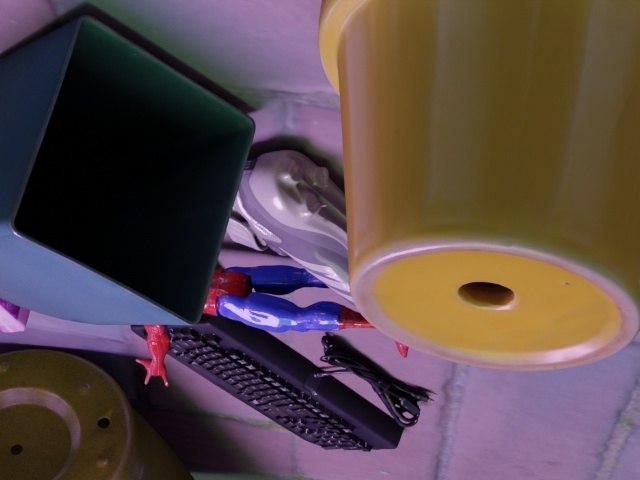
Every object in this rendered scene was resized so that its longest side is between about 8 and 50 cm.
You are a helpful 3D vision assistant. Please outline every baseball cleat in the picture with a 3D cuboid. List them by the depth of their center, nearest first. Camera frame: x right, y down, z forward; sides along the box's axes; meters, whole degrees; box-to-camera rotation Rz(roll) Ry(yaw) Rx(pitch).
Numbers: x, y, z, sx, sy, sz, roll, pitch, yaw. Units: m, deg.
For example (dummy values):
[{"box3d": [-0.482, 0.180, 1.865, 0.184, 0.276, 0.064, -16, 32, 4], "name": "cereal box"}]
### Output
[{"box3d": [0.000, 0.000, 1.348, 0.109, 0.072, 0.206, -7, 135, 43], "name": "baseball cleat"}]

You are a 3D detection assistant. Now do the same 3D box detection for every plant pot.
[{"box3d": [0.112, -0.065, 0.987, 0.254, 0.239, 0.254, 9, 153, 4], "name": "plant pot"}, {"box3d": [-0.201, -0.036, 1.253, 0.165, 0.166, 0.234, 31, 155, -36], "name": "plant pot"}, {"box3d": [-0.278, 0.308, 1.786, 0.366, 0.366, 0.353, 4, 142, 11], "name": "plant pot"}]

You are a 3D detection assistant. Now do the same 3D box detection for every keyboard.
[{"box3d": [-0.020, 0.141, 1.672, 0.201, 0.033, 0.317, -11, 147, 36], "name": "keyboard"}]

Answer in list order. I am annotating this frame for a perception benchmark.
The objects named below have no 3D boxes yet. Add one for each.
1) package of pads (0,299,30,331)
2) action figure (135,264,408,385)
[{"box3d": [-0.293, 0.046, 1.555, 0.032, 0.050, 0.083, -1, 152, 20], "name": "package of pads"}, {"box3d": [-0.061, 0.064, 1.464, 0.280, 0.091, 0.139, 7, 149, 4], "name": "action figure"}]
